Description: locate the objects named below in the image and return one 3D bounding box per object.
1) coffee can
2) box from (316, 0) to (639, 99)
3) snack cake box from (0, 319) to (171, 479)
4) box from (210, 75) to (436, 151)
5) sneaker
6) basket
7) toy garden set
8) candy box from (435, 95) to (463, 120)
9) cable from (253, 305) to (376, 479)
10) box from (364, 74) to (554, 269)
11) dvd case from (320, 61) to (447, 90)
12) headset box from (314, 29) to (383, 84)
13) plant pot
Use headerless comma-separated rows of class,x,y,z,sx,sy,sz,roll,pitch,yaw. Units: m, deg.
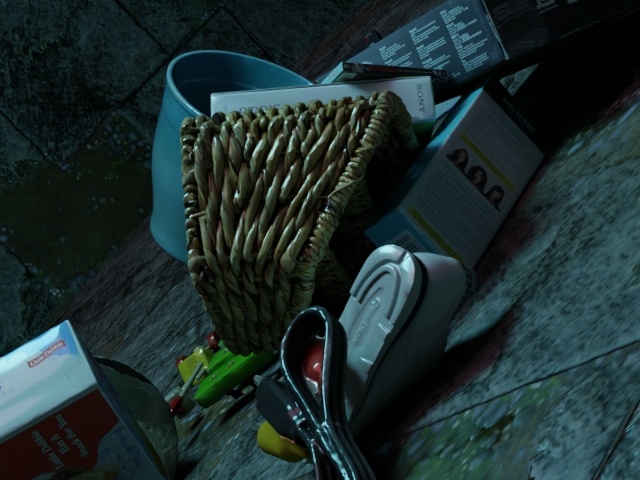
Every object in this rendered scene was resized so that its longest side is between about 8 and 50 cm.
coffee can,-0.296,0.239,1.924,0.201,0.201,0.275,-48,11,-20
box,0.216,-0.240,1.901,0.318,0.097,0.395,-26,2,-25
snack cake box,-0.250,0.212,1.636,0.152,0.264,0.089,-28,52,-5
box,-0.001,-0.091,1.864,0.232,0.058,0.322,-5,-15,-3
sneaker,0.052,0.109,1.462,0.235,0.095,0.090,-56,46,28
basket,0.000,0.000,1.695,0.223,0.213,0.299,-7,-17,6
toy garden set,-0.105,0.145,2.008,0.204,0.049,0.244,-38,12,22
candy box,0.137,-0.214,2.445,0.165,0.070,0.196,-39,12,26
cable,0.015,0.151,1.337,0.139,0.072,0.287,-62,28,9
box,0.143,-0.057,1.698,0.060,0.100,0.244,-34,14,46
dvd case,0.061,-0.162,1.766,0.087,0.119,0.013,140,127,-63
headset box,0.018,-0.188,2.686,0.293,0.110,0.218,-42,11,10
plant pot,-0.130,-0.100,2.449,0.272,0.271,0.255,-63,-3,-62
